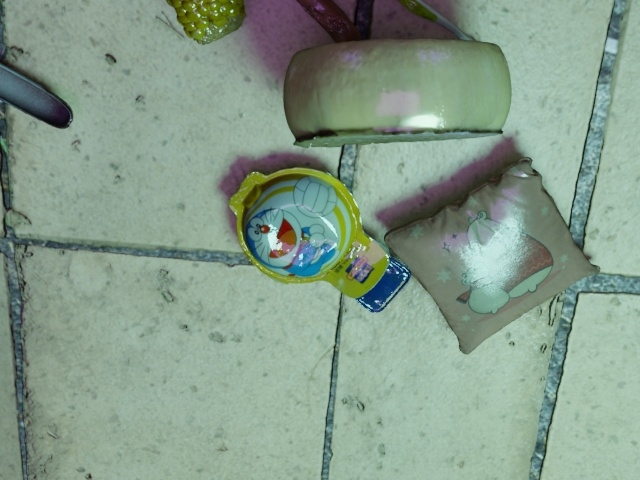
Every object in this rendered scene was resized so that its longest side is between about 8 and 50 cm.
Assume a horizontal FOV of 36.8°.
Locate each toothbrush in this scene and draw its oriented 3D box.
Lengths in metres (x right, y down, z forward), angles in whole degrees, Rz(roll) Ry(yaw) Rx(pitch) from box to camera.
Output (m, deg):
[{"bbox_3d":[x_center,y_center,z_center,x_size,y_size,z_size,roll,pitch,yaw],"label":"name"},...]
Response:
[{"bbox_3d":[0.113,-0.309,1.216,0.263,0.026,0.022,37,142,-12],"label":"toothbrush"}]

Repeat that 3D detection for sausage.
[{"bbox_3d":[-0.004,-0.297,1.218,0.158,0.042,0.036,45,69,-18],"label":"sausage"}]

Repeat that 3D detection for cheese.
[{"bbox_3d":[0.000,0.000,1.325,0.270,0.069,0.177,34,109,-14],"label":"cheese"}]

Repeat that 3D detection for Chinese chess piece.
[{"bbox_3d":[0.090,-0.171,1.142,0.270,0.270,0.112,-2,95,2],"label":"Chinese chess piece"}]

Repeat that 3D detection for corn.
[{"bbox_3d":[-0.173,-0.391,1.137,0.119,0.119,0.322,-20,115,9],"label":"corn"}]

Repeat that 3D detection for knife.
[{"bbox_3d":[-0.442,-0.229,1.245,0.278,0.053,0.123,27,107,-11],"label":"knife"}]

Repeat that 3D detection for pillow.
[{"bbox_3d":[0.239,0.022,1.321,0.236,0.084,0.223,-30,111,10],"label":"pillow"}]
